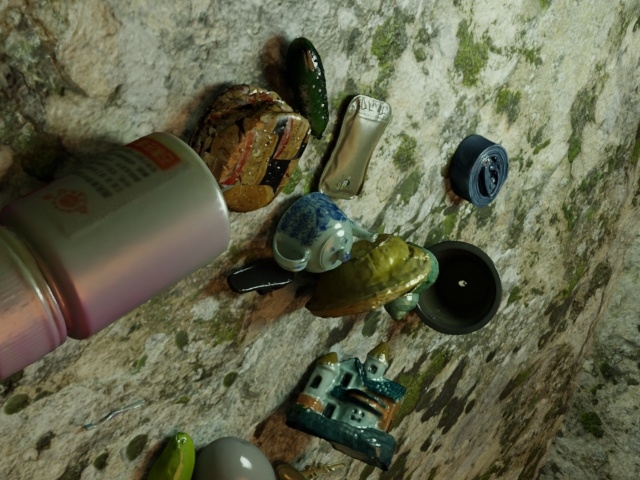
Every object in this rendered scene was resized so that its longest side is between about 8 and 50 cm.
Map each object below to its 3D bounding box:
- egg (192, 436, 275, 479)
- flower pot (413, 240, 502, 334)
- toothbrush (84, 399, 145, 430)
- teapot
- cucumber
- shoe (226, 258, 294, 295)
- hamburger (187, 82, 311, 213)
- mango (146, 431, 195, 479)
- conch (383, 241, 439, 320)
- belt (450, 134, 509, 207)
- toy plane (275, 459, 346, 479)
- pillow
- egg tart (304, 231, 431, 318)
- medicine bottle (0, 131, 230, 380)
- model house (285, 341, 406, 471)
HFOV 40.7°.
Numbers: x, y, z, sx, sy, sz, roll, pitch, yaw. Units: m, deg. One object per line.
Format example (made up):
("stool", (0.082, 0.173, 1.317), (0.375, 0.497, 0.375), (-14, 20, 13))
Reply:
("egg", (-0.186, 0.516, 1.845), (0.176, 0.176, 0.232), (-36, 130, -27))
("flower pot", (0.348, 0.113, 2.179), (0.235, 0.235, 0.148), (-65, 165, 11))
("toothbrush", (-0.379, 0.323, 1.599), (0.131, 0.013, 0.011), (-20, 141, -43))
("teapot", (0.000, 0.000, 1.689), (0.232, 0.159, 0.159), (-21, 132, -39))
("cucumber", (-0.019, -0.263, 1.536), (0.069, 0.069, 0.227), (-41, 147, -22))
("shoe", (-0.124, 0.080, 1.685), (0.159, 0.062, 0.053), (-12, 152, -45))
("hamburger", (-0.125, -0.150, 1.463), (0.231, 0.107, 0.231), (-36, 148, -27))
("mango", (-0.300, 0.466, 1.753), (0.091, 0.074, 0.165), (-1, 117, -48))
("conch", (0.202, 0.091, 2.034), (0.188, 0.122, 0.176), (-46, 158, -11))
("belt", (0.388, -0.164, 2.094), (0.141, 0.082, 0.190), (-38, 140, -17))
("toy plane", (-0.048, 0.620, 2.172), (0.242, 0.104, 0.256), (-37, 150, -1))
("pillow", (0.067, -0.183, 1.725), (0.130, 0.033, 0.217), (9, 111, -45))
("egg tart", (0.090, 0.067, 1.808), (0.290, 0.290, 0.115), (-29, 100, -34))
("medicine bottle", (-0.336, 0.017, 1.228), (0.388, 0.219, 0.219), (-34, 139, -30))
("model house", (0.086, 0.359, 2.028), (0.184, 0.253, 0.291), (71, 41, -64))
